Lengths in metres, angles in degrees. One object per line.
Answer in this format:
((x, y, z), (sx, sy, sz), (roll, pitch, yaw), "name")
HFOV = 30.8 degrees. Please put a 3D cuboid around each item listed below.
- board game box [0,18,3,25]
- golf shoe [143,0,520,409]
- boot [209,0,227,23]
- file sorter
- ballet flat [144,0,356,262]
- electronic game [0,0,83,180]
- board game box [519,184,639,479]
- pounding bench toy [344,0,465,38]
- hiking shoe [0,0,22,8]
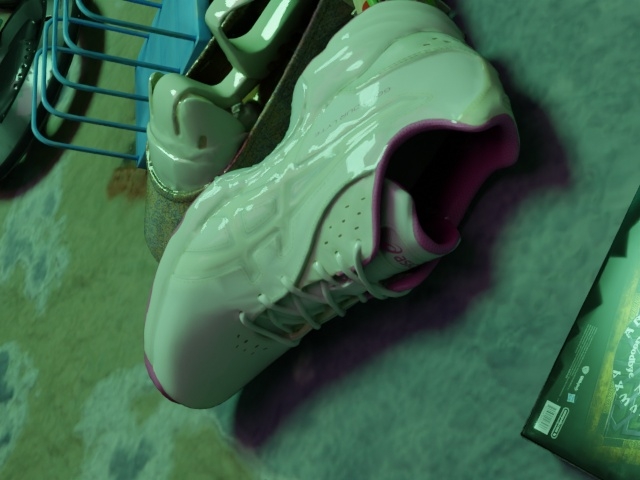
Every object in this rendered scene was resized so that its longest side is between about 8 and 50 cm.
((-0.439, -0.167, 1.287), (0.160, 0.047, 0.210), (25, 91, 53), "board game box")
((0.000, 0.000, 0.712), (0.306, 0.115, 0.140), (-54, 43, 14), "golf shoe")
((-0.085, -0.256, 0.974), (0.247, 0.083, 0.161), (2, 80, 52), "boot")
((-0.166, -0.160, 0.943), (0.170, 0.105, 0.118), (126, 145, -49), "file sorter")
((-0.061, -0.122, 0.835), (0.107, 0.106, 0.316), (39, 101, 33), "ballet flat")
((-0.307, -0.162, 1.189), (0.229, 0.048, 0.229), (-36, 41, 40), "electronic game")
((0.184, 0.037, 0.549), (0.126, 0.026, 0.186), (26, 90, 51), "board game box")
((0.045, -0.153, 0.762), (0.052, 0.083, 0.065), (-38, 45, 28), "pounding bench toy")
((-0.350, -0.320, 1.271), (0.227, 0.114, 0.086), (0, 70, 48), "hiking shoe")
